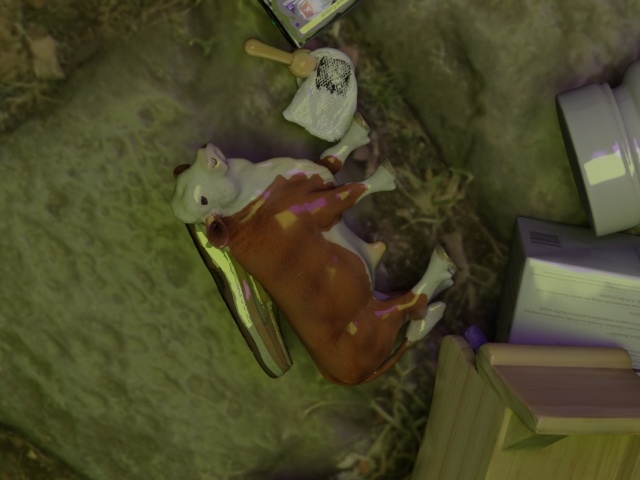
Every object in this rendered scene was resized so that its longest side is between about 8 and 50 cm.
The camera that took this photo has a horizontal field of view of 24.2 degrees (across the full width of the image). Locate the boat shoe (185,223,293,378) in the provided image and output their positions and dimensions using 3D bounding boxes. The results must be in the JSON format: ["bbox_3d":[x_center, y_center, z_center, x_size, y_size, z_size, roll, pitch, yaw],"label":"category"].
[{"bbox_3d":[-0.062,0.041,1.448,0.072,0.068,0.190,-27,105,-6],"label":"boat shoe"}]

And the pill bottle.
[{"bbox_3d":[0.365,-0.103,1.334,0.283,0.161,0.161,-16,105,7],"label":"pill bottle"}]

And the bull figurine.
[{"bbox_3d":[0.000,0.000,1.384,0.188,0.101,0.310,-32,121,4],"label":"bull figurine"}]

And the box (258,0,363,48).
[{"bbox_3d":[0.021,-0.333,1.309,0.270,0.060,0.216,-38,102,1],"label":"box"}]

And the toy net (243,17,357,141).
[{"bbox_3d":[-0.021,-0.203,1.386,0.122,0.045,0.232,-32,105,-2],"label":"toy net"}]

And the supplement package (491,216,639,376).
[{"bbox_3d":[0.231,0.120,1.415,0.134,0.139,0.244,10,107,1],"label":"supplement package"}]

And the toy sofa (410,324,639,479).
[{"bbox_3d":[0.172,0.262,1.335,0.150,0.177,0.362,4,112,-23],"label":"toy sofa"}]
